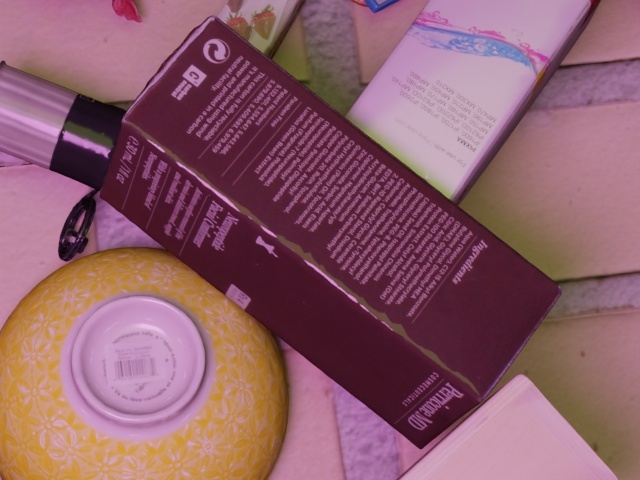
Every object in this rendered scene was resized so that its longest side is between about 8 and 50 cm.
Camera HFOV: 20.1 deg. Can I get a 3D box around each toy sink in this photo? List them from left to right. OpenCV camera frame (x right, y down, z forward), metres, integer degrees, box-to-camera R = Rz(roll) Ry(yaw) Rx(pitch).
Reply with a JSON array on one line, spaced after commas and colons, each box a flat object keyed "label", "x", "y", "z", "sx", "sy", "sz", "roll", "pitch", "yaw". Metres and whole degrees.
[{"label": "toy sink", "x": 0.113, "y": 0.242, "z": 1.494, "sx": 0.234, "sy": 0.153, "sz": 0.131, "roll": -40, "pitch": 83, "yaw": -13}]

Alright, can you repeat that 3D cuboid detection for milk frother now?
[{"label": "milk frother", "x": -0.261, "y": -0.072, "z": 1.686, "sx": 0.135, "sy": 0.129, "sz": 0.143, "roll": 21, "pitch": 70, "yaw": -3}]

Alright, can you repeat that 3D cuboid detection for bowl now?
[{"label": "bowl", "x": -0.165, "y": 0.125, "z": 1.619, "sx": 0.290, "sy": 0.156, "sz": 0.289, "roll": 2, "pitch": 71, "yaw": -5}]

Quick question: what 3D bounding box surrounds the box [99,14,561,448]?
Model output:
[{"label": "box", "x": 0.000, "y": 0.000, "z": 1.571, "sx": 0.381, "sy": 0.191, "sz": 0.143, "roll": 36, "pitch": 67, "yaw": 2}]

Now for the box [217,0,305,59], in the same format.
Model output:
[{"label": "box", "x": -0.094, "y": -0.160, "z": 1.750, "sx": 0.063, "sy": 0.067, "sz": 0.324, "roll": 29, "pitch": 76, "yaw": 2}]

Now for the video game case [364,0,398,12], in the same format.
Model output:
[{"label": "video game case", "x": 0.052, "y": -0.317, "z": 1.803, "sx": 0.119, "sy": 0.015, "sz": 0.166, "roll": -31, "pitch": 79, "yaw": -25}]

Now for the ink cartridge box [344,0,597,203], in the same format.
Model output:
[{"label": "ink cartridge box", "x": 0.138, "y": -0.155, "z": 1.682, "sx": 0.131, "sy": 0.226, "sz": 0.306, "roll": 36, "pitch": 77, "yaw": 5}]

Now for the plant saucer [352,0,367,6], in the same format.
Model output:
[{"label": "plant saucer", "x": 0.054, "y": -0.275, "z": 1.812, "sx": 0.084, "sy": 0.013, "sz": 0.083, "roll": 1, "pitch": 77, "yaw": -3}]

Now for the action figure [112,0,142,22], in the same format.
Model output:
[{"label": "action figure", "x": -0.314, "y": -0.324, "z": 1.710, "sx": 0.276, "sy": 0.248, "sz": 0.370, "roll": -39, "pitch": 109, "yaw": 21}]
